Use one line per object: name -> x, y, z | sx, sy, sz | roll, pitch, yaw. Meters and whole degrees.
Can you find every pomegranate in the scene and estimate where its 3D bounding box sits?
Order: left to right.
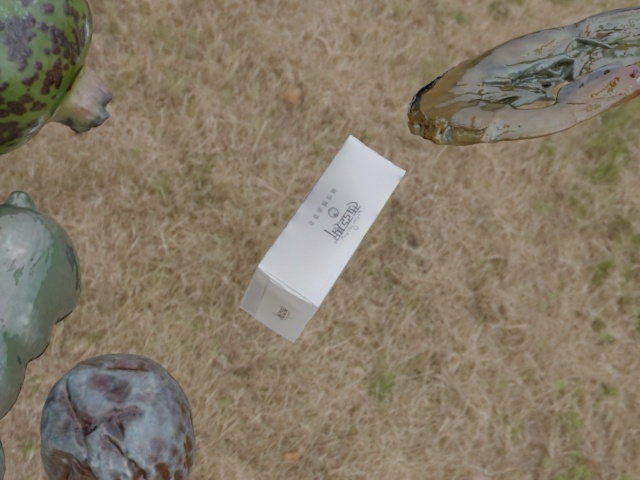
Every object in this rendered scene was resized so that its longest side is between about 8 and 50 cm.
pomegranate -> -0.335, -0.195, 0.795 | 0.270, 0.254, 0.254 | 36, 49, -29

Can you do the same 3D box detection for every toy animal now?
toy animal -> -0.272, 0.082, 0.639 | 0.125, 0.127, 0.251 | -19, 38, 13

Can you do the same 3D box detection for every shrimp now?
shrimp -> 0.195, -0.135, 0.677 | 0.253, 0.058, 0.173 | -18, 28, -3

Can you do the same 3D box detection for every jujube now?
jujube -> -0.311, 0.306, 1.252 | 0.246, 0.308, 0.215 | 42, 49, 7

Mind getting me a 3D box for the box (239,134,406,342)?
box -> 0.000, 0.000, 1.193 | 0.111, 0.194, 0.260 | 31, 66, 1
